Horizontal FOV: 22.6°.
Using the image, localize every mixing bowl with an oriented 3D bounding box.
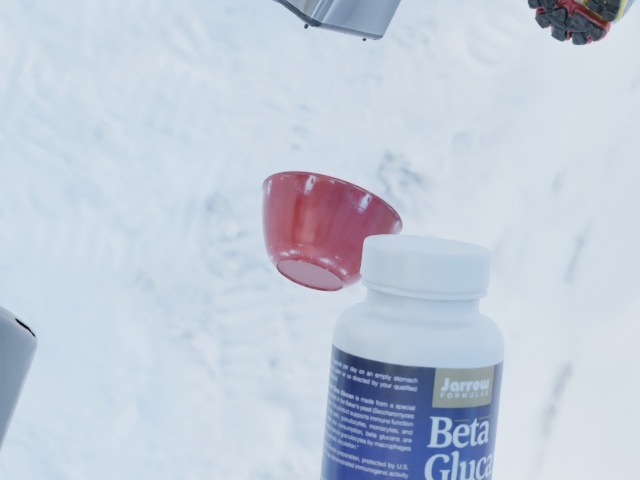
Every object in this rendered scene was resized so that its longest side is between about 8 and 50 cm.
[{"bbox_3d":[0.000,0.000,1.958,0.181,0.181,0.098,31,65,-29],"label":"mixing bowl"}]

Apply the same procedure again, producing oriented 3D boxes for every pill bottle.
[{"bbox_3d":[0.050,0.085,0.870,0.094,0.094,0.169,1,99,-26],"label":"pill bottle"}]

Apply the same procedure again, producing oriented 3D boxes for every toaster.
[{"bbox_3d":[-0.008,-0.325,1.895,0.185,0.168,0.110,0,124,-57],"label":"toaster"}]

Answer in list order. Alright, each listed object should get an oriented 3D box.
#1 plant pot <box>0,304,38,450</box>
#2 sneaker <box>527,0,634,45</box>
[{"bbox_3d":[-0.265,0.082,0.873,0.167,0.187,0.188,10,100,-67],"label":"plant pot"},{"bbox_3d":[0.190,-0.248,1.060,0.092,0.088,0.225,-34,139,-53],"label":"sneaker"}]
